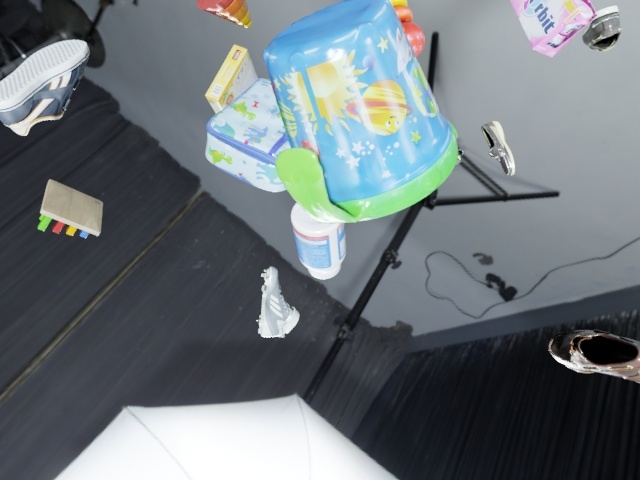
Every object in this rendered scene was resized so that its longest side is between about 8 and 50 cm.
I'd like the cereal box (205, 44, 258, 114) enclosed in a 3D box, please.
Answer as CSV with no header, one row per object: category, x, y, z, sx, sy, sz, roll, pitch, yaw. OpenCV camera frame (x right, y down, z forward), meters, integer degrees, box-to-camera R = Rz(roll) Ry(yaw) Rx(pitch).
cereal box,-0.242,-0.421,1.431,0.047,0.172,0.240,24,169,10

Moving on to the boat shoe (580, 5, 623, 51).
boat shoe,0.713,-0.517,1.249,0.081,0.228,0.068,-14,88,27

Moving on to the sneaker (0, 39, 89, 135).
sneaker,-0.736,-0.413,1.325,0.126,0.321,0.127,19,145,18

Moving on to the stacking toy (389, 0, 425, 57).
stacking toy,0.154,-0.573,1.181,0.330,0.141,0.141,64,149,13

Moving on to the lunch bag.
lunch bag,-0.079,-0.189,0.864,0.176,0.219,0.090,29,138,10

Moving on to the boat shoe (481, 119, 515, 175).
boat shoe,0.459,-0.235,1.279,0.056,0.049,0.152,67,-174,-78

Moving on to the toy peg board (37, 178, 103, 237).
toy peg board,-0.732,-0.074,1.433,0.161,0.161,0.079,28,115,-36

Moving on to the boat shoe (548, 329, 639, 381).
boat shoe,0.445,0.177,0.796,0.073,0.073,0.207,27,167,-15

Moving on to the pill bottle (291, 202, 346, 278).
pill bottle,0.000,0.000,1.213,0.124,0.124,0.221,22,148,20

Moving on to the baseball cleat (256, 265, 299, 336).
baseball cleat,-0.105,0.158,1.268,0.110,0.072,0.205,5,119,-10

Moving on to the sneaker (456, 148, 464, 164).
sneaker,0.563,-0.345,2.120,0.067,0.188,0.078,49,140,-5

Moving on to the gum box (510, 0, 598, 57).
gum box,0.458,-0.470,0.984,0.062,0.188,0.107,7,149,-28

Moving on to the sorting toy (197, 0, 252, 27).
sorting toy,-0.098,-0.582,1.104,0.366,0.127,0.126,-17,149,25

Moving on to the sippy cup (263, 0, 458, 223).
sippy cup,0.043,-0.181,0.652,0.240,0.305,0.224,-24,126,4
